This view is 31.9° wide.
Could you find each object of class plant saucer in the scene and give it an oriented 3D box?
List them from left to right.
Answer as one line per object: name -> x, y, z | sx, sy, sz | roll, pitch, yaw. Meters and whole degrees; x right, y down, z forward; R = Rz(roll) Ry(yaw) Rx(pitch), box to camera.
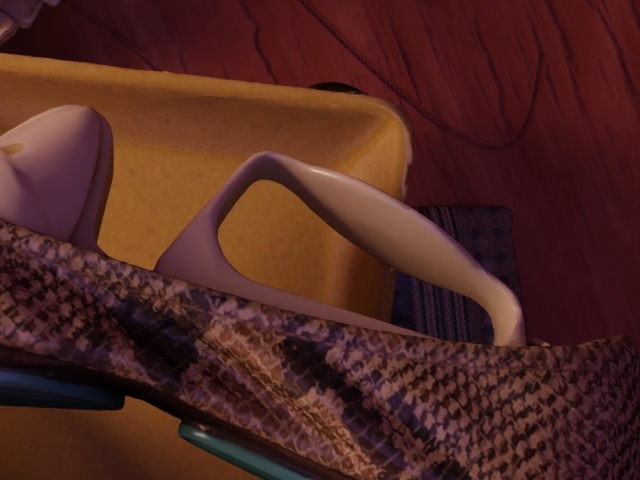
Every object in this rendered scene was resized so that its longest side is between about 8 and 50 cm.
plant saucer -> -0.124, 0.063, 0.674 | 0.333, 0.081, 0.333 | 8, 97, 8

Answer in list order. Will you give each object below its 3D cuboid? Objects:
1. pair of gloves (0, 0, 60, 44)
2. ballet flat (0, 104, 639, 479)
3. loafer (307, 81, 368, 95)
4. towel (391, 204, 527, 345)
pair of gloves -> -0.190, -0.244, 0.632 | 0.204, 0.042, 0.240 | 46, 57, -22
ballet flat -> -0.070, 0.035, 0.552 | 0.483, 0.164, 0.182 | 16, 76, -3
loafer -> 0.000, 0.000, 0.718 | 0.080, 0.078, 0.220 | 3, 84, -10
towel -> -0.001, 0.142, 0.779 | 0.312, 0.056, 0.324 | -4, 87, -11
